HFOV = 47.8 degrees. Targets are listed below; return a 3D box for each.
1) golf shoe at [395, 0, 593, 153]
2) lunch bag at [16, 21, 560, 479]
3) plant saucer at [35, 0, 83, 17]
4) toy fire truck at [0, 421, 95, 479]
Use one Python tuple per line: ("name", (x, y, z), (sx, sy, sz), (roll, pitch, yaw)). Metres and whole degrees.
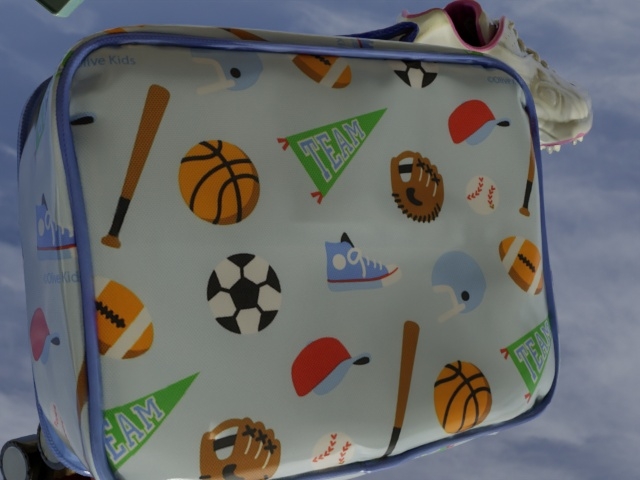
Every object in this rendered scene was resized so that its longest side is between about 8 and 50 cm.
("golf shoe", (0.167, -0.147, 0.663), (0.115, 0.140, 0.306), (13, -160, 41))
("lunch bag", (0.000, 0.000, 0.399), (0.304, 0.115, 0.243), (-5, -94, -32))
("plant saucer", (-0.180, -0.274, 0.634), (0.067, 0.018, 0.192), (39, -98, 26))
("toy fire truck", (-0.181, 0.279, 0.740), (0.159, 0.217, 0.246), (-1, -118, -54))
